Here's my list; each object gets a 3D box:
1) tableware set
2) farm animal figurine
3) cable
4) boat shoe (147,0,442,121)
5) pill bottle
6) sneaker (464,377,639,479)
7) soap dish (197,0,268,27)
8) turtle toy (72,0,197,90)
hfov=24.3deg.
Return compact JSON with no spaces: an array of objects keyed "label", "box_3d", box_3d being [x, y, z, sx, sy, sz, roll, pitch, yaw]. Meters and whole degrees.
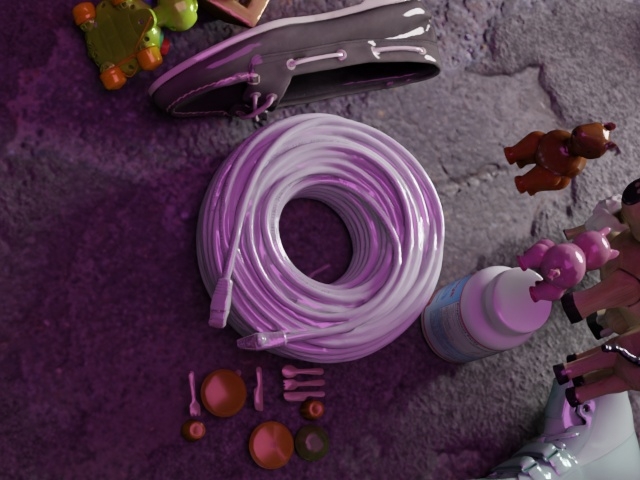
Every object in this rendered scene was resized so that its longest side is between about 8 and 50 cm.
[{"label":"tableware set","box_3d":[-0.065,0.180,1.502,0.154,0.024,0.104,0,81,-21]},{"label":"farm animal figurine","box_3d":[0.320,0.035,1.475,0.172,0.327,0.330,-21,54,18]},{"label":"cable","box_3d":[0.000,0.000,1.531,0.257,0.089,0.257,7,75,-20]},{"label":"boat shoe","box_3d":[-0.014,-0.177,1.554,0.335,0.112,0.095,-22,81,-27]},{"label":"pill bottle","box_3d":[0.172,0.075,1.536,0.087,0.160,0.087,5,76,-20]},{"label":"sneaker","box_3d":[0.224,0.212,1.558,0.256,0.094,0.151,-3,84,-31]},{"label":"soap dish","box_3d":[-0.115,-0.388,1.561,0.229,0.118,0.291,30,69,-12]},{"label":"turtle toy","box_3d":[-0.184,-0.214,1.506,0.066,0.130,0.095,-26,93,-63]}]
